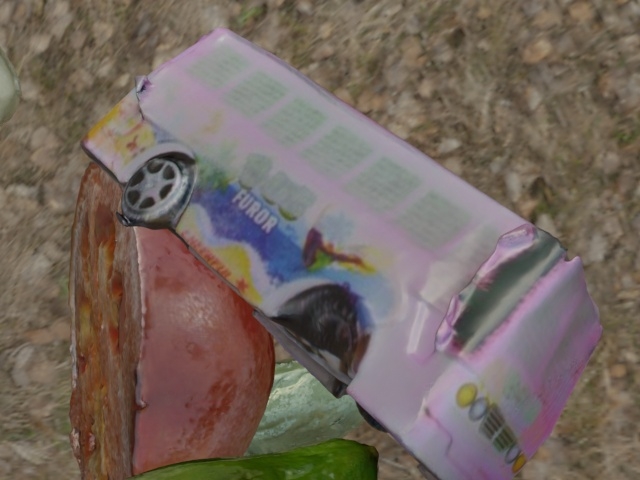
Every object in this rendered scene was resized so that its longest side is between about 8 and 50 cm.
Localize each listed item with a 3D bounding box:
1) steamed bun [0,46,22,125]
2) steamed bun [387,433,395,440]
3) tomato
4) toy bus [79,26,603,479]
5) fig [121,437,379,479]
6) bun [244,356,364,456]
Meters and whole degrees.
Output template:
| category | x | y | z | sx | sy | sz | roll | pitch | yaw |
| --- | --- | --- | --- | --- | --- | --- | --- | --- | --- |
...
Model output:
| category | x | y | z | sx | sy | sz | roll | pitch | yaw |
| --- | --- | --- | --- | --- | --- | --- | --- | --- | --- |
| steamed bun | -0.345 | -0.133 | 1.023 | 0.155 | 0.141 | 0.172 | -39 | 109 | -23 |
| steamed bun | 0.131 | 0.144 | 1.476 | 0.183 | 0.106 | 0.183 | -2 | 103 | -10 |
| tomato | -0.126 | 0.082 | 1.120 | 0.143 | 0.338 | 0.338 | -1 | 80 | -21 |
| toy bus | 0.000 | 0.000 | 0.588 | 0.112 | 0.274 | 0.090 | -46 | 138 | -6 |
| fig | -0.033 | 0.133 | 0.478 | 0.156 | 0.123 | 0.123 | -29 | 92 | -16 |
| bun | -0.034 | 0.216 | 1.646 | 0.221 | 0.221 | 0.108 | -7 | 69 | -24 |
